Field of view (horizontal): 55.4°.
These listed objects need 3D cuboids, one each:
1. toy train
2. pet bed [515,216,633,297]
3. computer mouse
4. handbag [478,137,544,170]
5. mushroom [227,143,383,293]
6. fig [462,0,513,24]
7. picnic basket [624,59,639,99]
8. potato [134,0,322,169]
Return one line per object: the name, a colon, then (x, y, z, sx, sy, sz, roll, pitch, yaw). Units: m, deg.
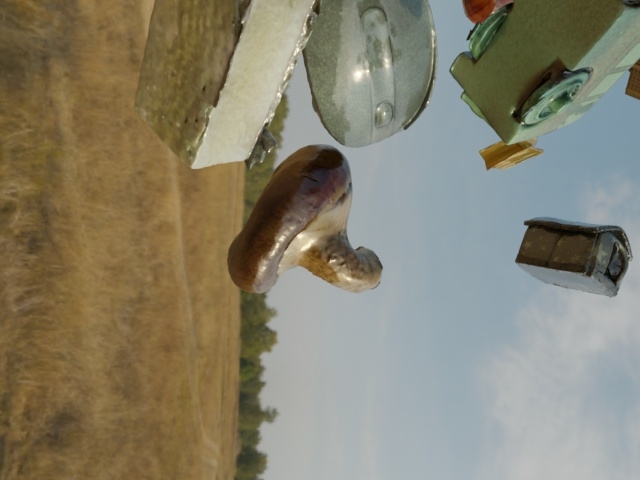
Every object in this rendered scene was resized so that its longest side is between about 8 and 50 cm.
toy train: (0.257, -0.230, 0.557, 0.129, 0.159, 0.326, 57, -33, 19)
pet bed: (0.586, 0.020, 1.398, 0.211, 0.183, 0.159, 10, -105, 53)
computer mouse: (0.062, -0.294, 0.899, 0.114, 0.203, 0.374, 54, -12, 54)
handbag: (0.242, -0.110, 0.768, 0.083, 0.061, 0.027, -2, 68, -57)
mushroom: (-0.021, -0.031, 1.001, 0.267, 0.255, 0.267, 5, 90, -81)
fig: (0.338, -0.485, 1.192, 0.150, 0.128, 0.128, -73, 174, -55)
picnic basket: (0.657, -0.301, 1.111, 0.115, 0.164, 0.079, -122, -156, -53)
potato: (-0.056, -0.103, 0.342, 0.086, 0.061, 0.122, 44, -53, 24)
